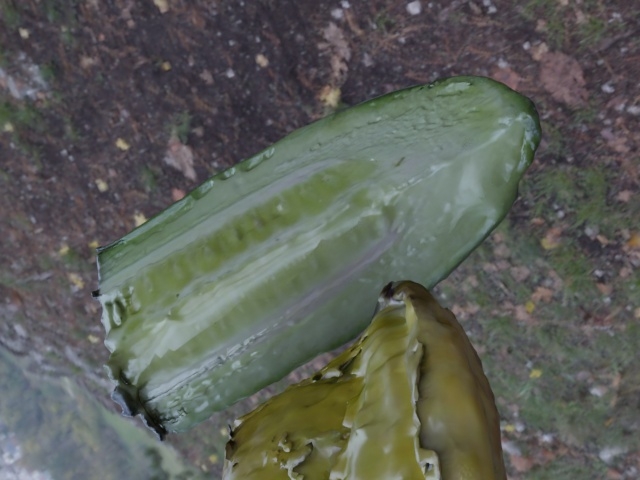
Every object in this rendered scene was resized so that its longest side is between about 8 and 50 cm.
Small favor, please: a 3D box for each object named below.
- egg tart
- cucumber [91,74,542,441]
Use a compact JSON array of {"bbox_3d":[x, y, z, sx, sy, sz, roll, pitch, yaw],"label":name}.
[{"bbox_3d":[0.012,0.186,0.424,0.341,0.132,0.342,-178,90,-88],"label":"egg tart"},{"bbox_3d":[0.000,0.000,0.585,0.105,0.325,0.145,55,-177,-42],"label":"cucumber"}]
